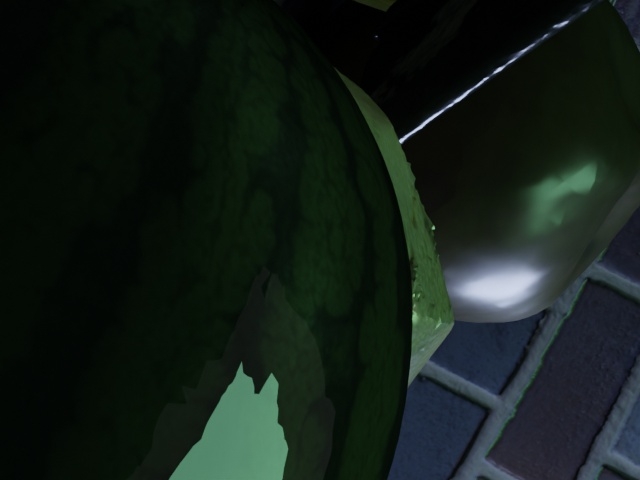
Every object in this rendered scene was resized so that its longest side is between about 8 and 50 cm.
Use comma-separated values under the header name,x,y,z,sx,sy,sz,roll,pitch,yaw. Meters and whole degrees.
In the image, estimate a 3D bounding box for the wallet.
name,x,y,z,sx,sy,sz,roll,pitch,yaw
wallet,0.147,-0.178,1.010,0.321,0.044,0.170,-35,-155,25

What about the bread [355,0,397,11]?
name,x,y,z,sx,sy,sz,roll,pitch,yaw
bread,0.093,-0.278,1.243,0.288,0.119,0.152,-57,173,-23

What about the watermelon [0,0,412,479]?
name,x,y,z,sx,sy,sz,roll,pitch,yaw
watermelon,-0.118,0.046,0.529,0.359,0.279,0.279,-60,171,3

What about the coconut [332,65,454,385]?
name,x,y,z,sx,sy,sz,roll,pitch,yaw
coconut,-0.055,0.017,0.975,0.245,0.233,0.233,-59,172,8

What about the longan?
name,x,y,z,sx,sy,sz,roll,pitch,yaw
longan,0.103,-0.076,1.378,0.288,0.288,0.350,-64,176,14
